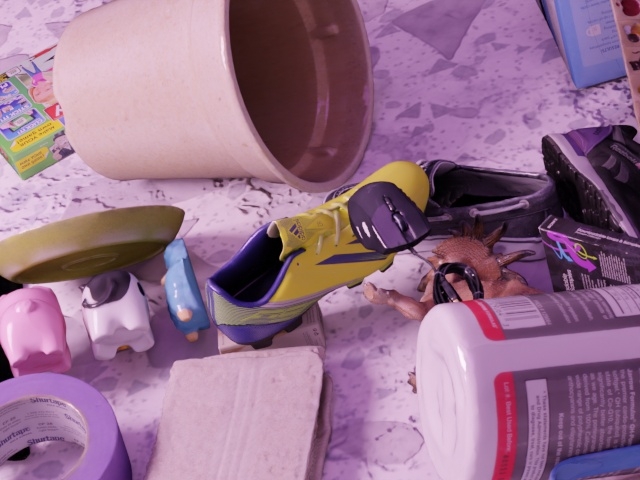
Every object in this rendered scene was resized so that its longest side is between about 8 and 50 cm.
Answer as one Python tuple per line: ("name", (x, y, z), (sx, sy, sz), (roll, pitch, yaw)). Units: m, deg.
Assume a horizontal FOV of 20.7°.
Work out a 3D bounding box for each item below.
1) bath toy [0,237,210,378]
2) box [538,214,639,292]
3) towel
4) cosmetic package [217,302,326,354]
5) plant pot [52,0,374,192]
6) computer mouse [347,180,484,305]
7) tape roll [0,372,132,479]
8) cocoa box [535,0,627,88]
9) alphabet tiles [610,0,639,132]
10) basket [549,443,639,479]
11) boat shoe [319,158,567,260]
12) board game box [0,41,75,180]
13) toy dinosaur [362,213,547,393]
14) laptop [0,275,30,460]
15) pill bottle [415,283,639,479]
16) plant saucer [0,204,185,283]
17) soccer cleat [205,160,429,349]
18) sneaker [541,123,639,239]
("bath toy", (-0.305, 0.088, 1.948), (0.348, 0.151, 0.129), (-14, 66, -12))
("box", (0.306, 0.041, 1.799), (0.162, 0.116, 0.029), (16, 48, 36))
("towel", (-0.089, 0.223, 1.801), (0.187, 0.049, 0.282), (-7, 41, 17))
("cosmetic package", (-0.055, 0.101, 1.938), (0.115, 0.041, 0.060), (-15, 39, 5))
("plant pot", (-0.147, -0.201, 2.158), (0.306, 0.333, 0.333), (-9, 38, 31))
("computer mouse", (0.096, 0.004, 1.780), (0.071, 0.041, 0.242), (-22, 40, -18))
("tape roll", (-0.295, 0.235, 1.819), (0.189, 0.080, 0.189), (-4, 47, 5))
("cocoa box", (0.435, -0.377, 2.158), (0.347, 0.231, 0.228), (-16, 39, 4))
("alphabet tiles", (0.449, -0.191, 2.016), (0.198, 0.009, 0.237), (-1, 59, -7))
("basket", (0.364, 0.240, 1.466), (0.289, 0.201, 0.254), (-16, 37, -11))
("boat shoe", (0.130, -0.046, 1.989), (0.301, 0.102, 0.108), (7, 45, 29))
("board game box", (-0.322, -0.219, 2.435), (0.317, 0.046, 0.213), (-31, 39, -15))
("toy dinosaur", (0.182, 0.076, 1.813), (0.200, 0.127, 0.296), (-35, 46, -30))
("laptop", (-0.567, 0.190, 2.063), (0.408, 0.236, 0.382), (5, 36, -15))
("pill bottle", (0.261, 0.131, 1.621), (0.319, 0.176, 0.176), (-5, 36, -13))
("plant saucer", (-0.271, 0.010, 2.039), (0.241, 0.241, 0.037), (-15, 81, 5))
("soccer cleat", (0.000, 0.001, 1.886), (0.289, 0.121, 0.093), (-38, 49, -11))
("sneaker", (0.345, -0.049, 1.908), (0.124, 0.107, 0.283), (-16, 38, -6))
